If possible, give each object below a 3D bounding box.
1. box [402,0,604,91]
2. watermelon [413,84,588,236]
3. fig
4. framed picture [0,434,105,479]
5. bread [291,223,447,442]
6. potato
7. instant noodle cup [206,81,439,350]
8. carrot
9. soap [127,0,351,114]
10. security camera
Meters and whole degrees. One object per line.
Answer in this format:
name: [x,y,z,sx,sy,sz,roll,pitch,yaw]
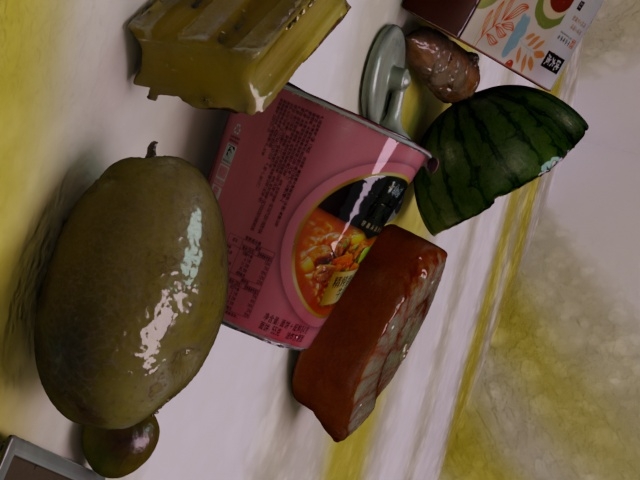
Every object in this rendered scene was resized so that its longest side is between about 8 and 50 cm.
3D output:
box: [0.339,-0.452,1.920,0.385,0.122,0.344,12,110,-57]
watermelon: [0.284,-0.167,2.104,0.331,0.189,0.331,-42,-175,4]
fig: [-0.200,0.199,1.185,0.088,0.074,0.074,-64,168,25]
framed picture: [-0.295,0.334,1.094,0.232,0.019,0.296,63,45,-66]
bread: [0.083,0.126,1.855,0.327,0.114,0.295,-47,158,-47]
potato: [-0.158,0.038,1.038,0.174,0.159,0.251,147,-47,-80]
instant noodle cup: [-0.035,-0.028,1.282,0.255,0.244,0.244,-66,163,3]
carrot: [0.184,-0.294,1.948,0.263,0.102,0.101,19,87,-66]
soap: [-0.067,-0.212,1.127,0.233,0.135,0.076,-58,156,-43]
security camera: [0.102,-0.170,1.805,0.157,0.080,0.301,-20,121,-69]
